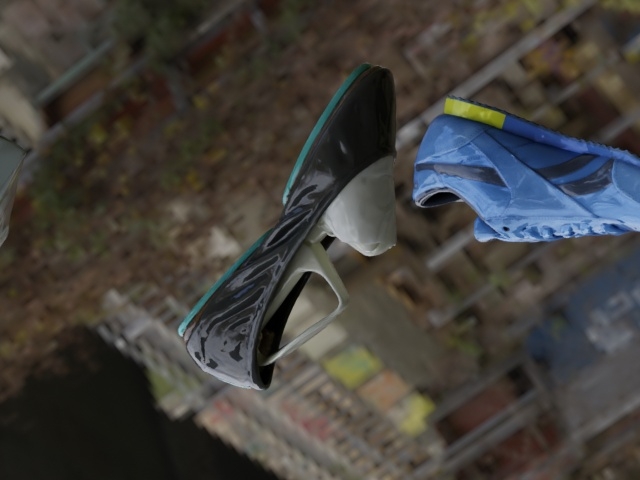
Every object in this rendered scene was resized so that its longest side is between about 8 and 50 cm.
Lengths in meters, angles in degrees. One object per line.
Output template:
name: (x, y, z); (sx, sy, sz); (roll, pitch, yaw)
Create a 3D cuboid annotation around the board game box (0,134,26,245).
board game box: (-0.337, -0.058, 1.410); (0.224, 0.097, 0.303); (33, 165, -4)

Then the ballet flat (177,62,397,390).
ballet flat: (0.000, 0.000, 1.477); (0.096, 0.280, 0.095); (39, -159, 14)

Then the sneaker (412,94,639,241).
sneaker: (0.148, -0.023, 1.173); (0.209, 0.082, 0.069); (20, 176, 33)
